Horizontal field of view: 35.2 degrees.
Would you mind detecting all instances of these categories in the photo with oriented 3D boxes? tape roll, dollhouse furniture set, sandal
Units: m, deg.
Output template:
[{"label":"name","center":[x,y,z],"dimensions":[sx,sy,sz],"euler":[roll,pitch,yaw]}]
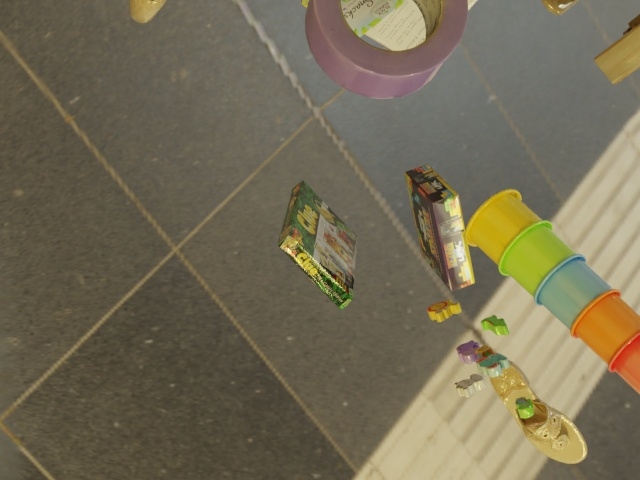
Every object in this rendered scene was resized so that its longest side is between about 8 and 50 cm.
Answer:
[{"label":"tape roll","center":[0.078,-0.275,1.233],"dimensions":[0.189,0.080,0.188],"euler":[2,77,-8]},{"label":"dollhouse furniture set","center":[0.363,-0.346,1.262],"dimensions":[0.242,0.212,0.161],"euler":[50,52,0]},{"label":"sandal","center":[0.392,0.330,1.860],"dimensions":[0.240,0.088,0.079],"euler":[50,22,4]}]

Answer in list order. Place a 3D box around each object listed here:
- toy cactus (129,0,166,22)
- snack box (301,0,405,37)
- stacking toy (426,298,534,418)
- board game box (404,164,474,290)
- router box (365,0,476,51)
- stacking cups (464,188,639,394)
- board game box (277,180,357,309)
[{"label":"toy cactus","center":[-0.216,-0.345,1.281],"dimensions":[0.219,0.180,0.112],"euler":[-15,76,-26]},{"label":"snack box","center":[0.057,-0.338,1.342],"dimensions":[0.100,0.141,0.037],"euler":[33,37,-35]},{"label":"stacking toy","center":[0.264,0.196,1.674],"dimensions":[0.052,0.221,0.166],"euler":[-25,105,-16]},{"label":"board game box","center":[0.197,-0.022,1.678],"dimensions":[0.048,0.141,0.170],"euler":[-18,117,-6]},{"label":"router box","center":[0.151,-0.484,1.619],"dimensions":[0.301,0.335,0.082],"euler":[22,31,-36]},{"label":"stacking cups","center":[0.309,0.068,1.232],"dimensions":[0.096,0.096,0.316],"euler":[-14,49,-35]},{"label":"board game box","center":[0.000,0.000,1.541],"dimensions":[0.136,0.259,0.030],"euler":[43,107,-13]}]
